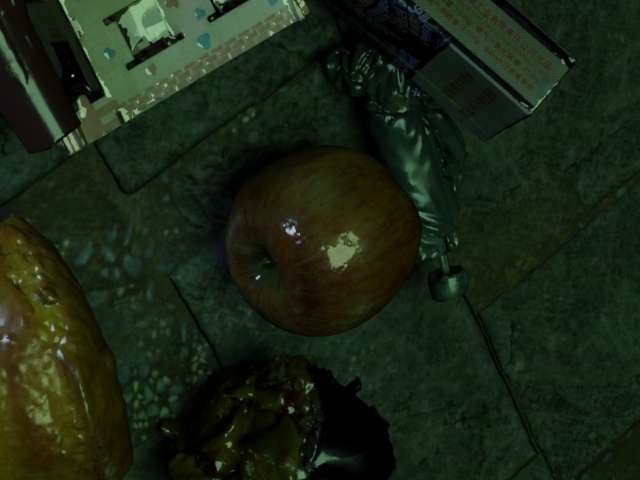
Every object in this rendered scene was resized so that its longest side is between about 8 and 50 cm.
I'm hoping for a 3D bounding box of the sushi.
[{"bbox_3d":[-0.051,0.234,2.067,0.204,0.200,0.213,26,112,-36],"label":"sushi"}]

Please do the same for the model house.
[{"bbox_3d":[-0.202,-0.267,1.849,0.326,0.169,0.244,-33,112,-22],"label":"model house"}]

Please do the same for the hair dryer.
[{"bbox_3d":[-0.230,-0.290,1.685,0.340,0.123,0.313,-35,99,-3],"label":"hair dryer"}]

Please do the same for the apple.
[{"bbox_3d":[0.000,0.000,2.023,0.188,0.211,0.211,-25,117,-39],"label":"apple"}]

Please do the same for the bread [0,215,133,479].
[{"bbox_3d":[-0.298,0.134,1.813,0.172,0.312,0.312,-22,116,-13],"label":"bread"}]

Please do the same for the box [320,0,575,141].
[{"bbox_3d":[0.111,-0.245,1.953,0.310,0.198,0.084,41,80,-4],"label":"box"}]

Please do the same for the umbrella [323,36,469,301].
[{"bbox_3d":[0.107,-0.092,2.135,0.143,0.094,0.349,-20,110,-7],"label":"umbrella"}]
